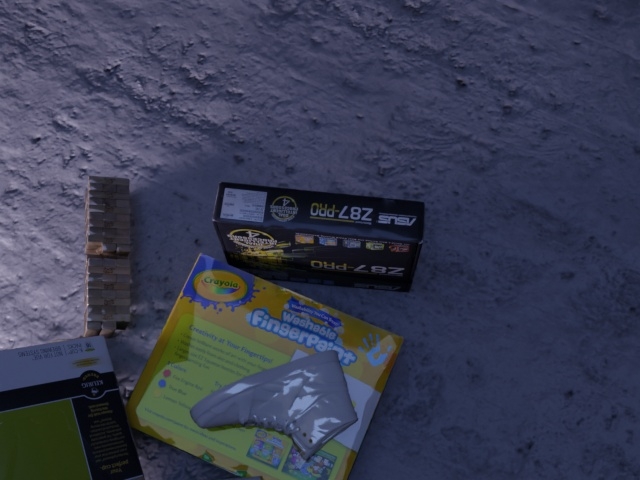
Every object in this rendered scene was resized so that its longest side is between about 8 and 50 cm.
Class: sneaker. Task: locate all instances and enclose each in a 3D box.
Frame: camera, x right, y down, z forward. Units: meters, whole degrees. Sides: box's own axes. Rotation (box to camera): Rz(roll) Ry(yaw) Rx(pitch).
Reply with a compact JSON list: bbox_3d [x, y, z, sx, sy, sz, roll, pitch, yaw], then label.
[{"bbox_3d":[-0.079,0.324,1.541,0.292,0.108,0.169,-19,70,-6],"label":"sneaker"}]

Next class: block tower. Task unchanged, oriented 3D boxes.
[{"bbox_3d":[-0.456,0.035,1.815,0.090,0.097,0.336,3,72,-20],"label":"block tower"}]

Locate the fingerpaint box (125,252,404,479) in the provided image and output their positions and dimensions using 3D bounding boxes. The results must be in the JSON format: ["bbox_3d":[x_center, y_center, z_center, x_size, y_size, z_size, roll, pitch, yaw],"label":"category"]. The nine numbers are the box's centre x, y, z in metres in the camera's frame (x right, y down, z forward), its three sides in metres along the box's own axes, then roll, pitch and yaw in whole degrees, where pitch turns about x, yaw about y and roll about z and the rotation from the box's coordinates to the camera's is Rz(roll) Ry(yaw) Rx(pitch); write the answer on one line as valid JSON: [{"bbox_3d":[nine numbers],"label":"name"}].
[{"bbox_3d":[-0.108,0.287,1.695,0.444,0.163,0.371,21,74,7],"label":"fingerpaint box"}]

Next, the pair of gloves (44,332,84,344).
[{"bbox_3d":[-0.525,0.324,1.760,0.204,0.042,0.240,-27,73,-5],"label":"pair of gloves"}]

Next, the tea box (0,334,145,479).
[{"bbox_3d":[-0.535,0.375,1.530,0.328,0.220,0.324,-4,66,-41],"label":"tea box"}]

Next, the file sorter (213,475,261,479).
[{"bbox_3d":[-0.189,0.596,1.520,0.192,0.173,0.278,-5,110,-1],"label":"file sorter"}]

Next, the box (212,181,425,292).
[{"bbox_3d":[0.000,0.000,1.706,0.394,0.318,0.097,6,71,3],"label":"box"}]
